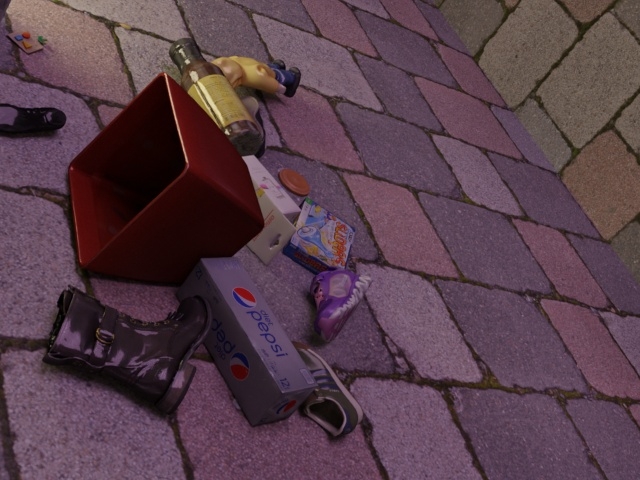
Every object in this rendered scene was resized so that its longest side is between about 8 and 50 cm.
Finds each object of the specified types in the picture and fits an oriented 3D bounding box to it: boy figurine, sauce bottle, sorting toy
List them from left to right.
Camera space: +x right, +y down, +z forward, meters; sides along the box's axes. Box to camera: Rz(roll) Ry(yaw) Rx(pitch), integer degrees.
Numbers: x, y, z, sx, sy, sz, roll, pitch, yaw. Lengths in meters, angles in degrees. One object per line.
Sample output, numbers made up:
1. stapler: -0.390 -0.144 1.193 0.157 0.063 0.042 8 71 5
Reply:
1. sorting toy: -0.596 -0.413 1.940 0.062 0.012 0.083 39 30 0
2. sauce bottle: -0.243 -0.322 2.112 0.111 0.111 0.344 5 45 -45
3. boy figurine: -0.166 -0.397 2.308 0.177 0.092 0.285 30 25 28

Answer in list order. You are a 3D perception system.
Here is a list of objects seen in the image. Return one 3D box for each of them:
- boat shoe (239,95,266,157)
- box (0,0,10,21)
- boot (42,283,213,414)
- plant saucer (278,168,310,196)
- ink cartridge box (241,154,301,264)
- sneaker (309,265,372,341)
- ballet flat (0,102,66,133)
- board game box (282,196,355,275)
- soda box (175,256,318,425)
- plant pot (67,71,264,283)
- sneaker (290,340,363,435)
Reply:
1. boat shoe: -0.166 -0.264 2.194 0.206 0.075 0.065 -109 -179 -51
2. box: -0.668 -0.518 1.781 0.127 0.231 0.262 11 40 -41
3. boot: -0.294 0.131 1.460 0.229 0.091 0.263 31 33 -15
4. plant saucer: -0.058 -0.135 2.163 0.083 0.013 0.083 29 31 -19
5. ink cartridge box: -0.121 -0.060 1.888 0.198 0.115 0.067 50 31 16
6. sneaker: 0.020 0.113 1.846 0.104 0.095 0.236 34 24 4
7. ballet flat: -0.543 -0.215 1.715 0.173 0.049 0.057 -4 78 -44
8. board game box: 0.000 0.000 2.023 0.136 0.035 0.201 33 30 -11
9. soda box: -0.128 0.164 1.592 0.091 0.098 0.286 -2 49 -48
10. plant pot: -0.254 -0.075 1.645 0.236 0.267 0.267 32 27 -41
11. sneaker: -0.009 0.258 1.629 0.192 0.064 0.086 46 25 5
